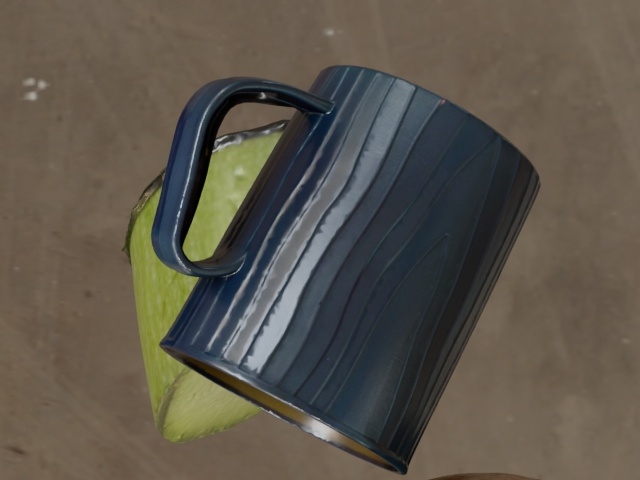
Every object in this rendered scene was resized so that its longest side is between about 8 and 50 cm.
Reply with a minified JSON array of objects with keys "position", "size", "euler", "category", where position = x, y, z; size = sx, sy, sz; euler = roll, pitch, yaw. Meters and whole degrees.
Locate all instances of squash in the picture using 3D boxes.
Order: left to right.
[{"position":[-0.007,0.032,0.964],"size":[0.220,0.220,0.133],"euler":[13,45,-38],"category":"squash"}]

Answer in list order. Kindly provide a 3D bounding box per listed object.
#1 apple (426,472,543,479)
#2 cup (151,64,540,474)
[{"position":[0.078,0.207,0.674],"size":[0.188,0.211,0.211],"euler":[21,76,1],"category":"apple"},{"position":[0.009,0.004,0.639],"size":[0.138,0.113,0.150],"euler":[-62,149,-10],"category":"cup"}]
